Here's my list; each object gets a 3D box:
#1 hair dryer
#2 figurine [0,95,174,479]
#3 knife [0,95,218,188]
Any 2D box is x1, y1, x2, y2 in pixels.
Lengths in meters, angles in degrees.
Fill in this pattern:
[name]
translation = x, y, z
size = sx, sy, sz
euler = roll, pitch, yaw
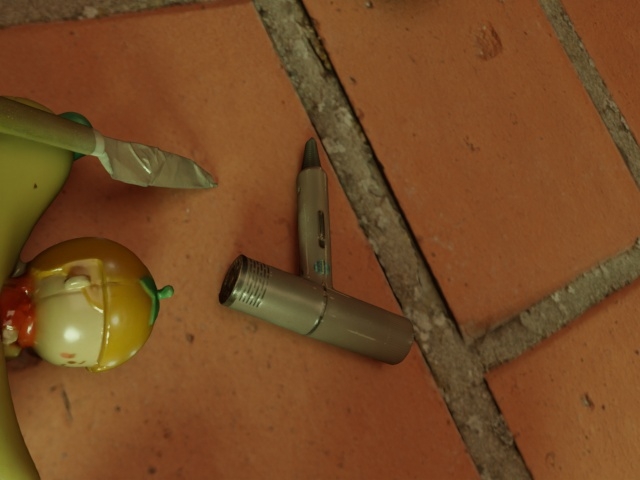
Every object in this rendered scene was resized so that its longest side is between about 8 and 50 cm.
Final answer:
[hair dryer]
translation = 0.011, 0.002, 0.708
size = 0.195, 0.053, 0.221
euler = 23, 54, -20
[figurine]
translation = -0.231, 0.041, 0.511
size = 0.222, 0.124, 0.325
euler = 0, 68, -35
[knife]
translation = -0.172, -0.070, 0.556
size = 0.047, 0.017, 0.298
euler = 65, 19, 14
